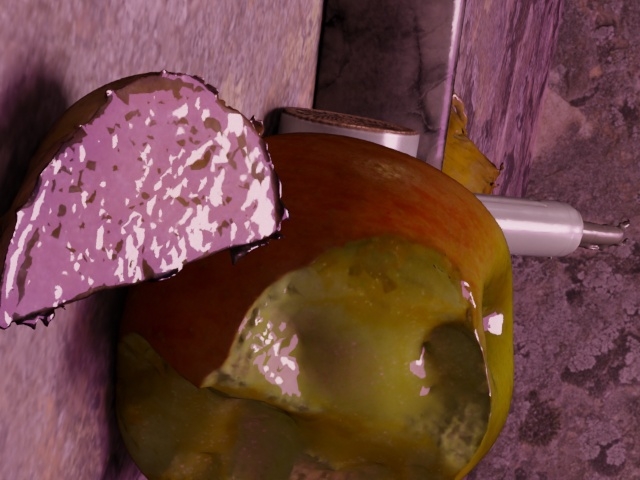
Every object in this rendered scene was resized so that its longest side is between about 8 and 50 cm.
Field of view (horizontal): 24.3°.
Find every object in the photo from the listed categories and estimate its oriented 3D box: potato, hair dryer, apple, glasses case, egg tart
[{"bbox_3d":[-0.111,-0.023,0.710,0.172,0.089,0.100,-23,107,-37],"label":"potato"},{"bbox_3d":[0.117,-0.001,1.189,0.107,0.357,0.173,27,-70,58],"label":"hair dryer"},{"bbox_3d":[0.004,0.058,0.900,0.246,0.226,0.246,9,90,-76],"label":"apple"},{"bbox_3d":[0.061,-0.175,1.195,0.060,0.114,0.299,-52,150,-66],"label":"glasses case"},{"bbox_3d":[0.100,-0.010,1.439,0.295,0.116,0.294,19,90,-85],"label":"egg tart"}]
